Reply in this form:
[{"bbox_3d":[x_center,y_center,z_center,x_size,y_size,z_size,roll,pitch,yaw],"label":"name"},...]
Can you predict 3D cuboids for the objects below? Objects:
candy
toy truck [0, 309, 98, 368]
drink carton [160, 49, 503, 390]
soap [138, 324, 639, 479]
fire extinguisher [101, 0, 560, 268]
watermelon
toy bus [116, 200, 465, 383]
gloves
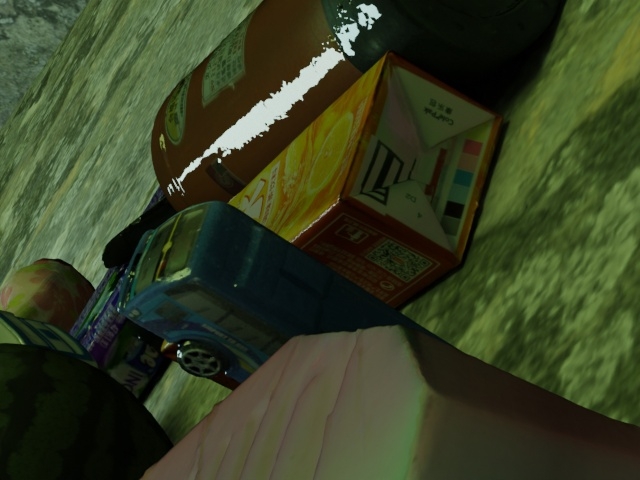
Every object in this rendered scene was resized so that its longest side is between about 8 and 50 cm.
[{"bbox_3d":[-0.143,0.073,1.322,0.312,0.061,0.088,-56,17,18],"label":"candy"},{"bbox_3d":[-0.202,0.152,1.182,0.161,0.177,0.213,35,106,45],"label":"toy truck"},{"bbox_3d":[0.000,0.000,0.970,0.223,0.071,0.096,-38,28,55],"label":"drink carton"},{"bbox_3d":[-0.003,0.135,0.661,0.324,0.109,0.193,-43,23,47],"label":"soap"},{"bbox_3d":[0.013,-0.088,1.084,0.200,0.113,0.376,-19,-10,-34],"label":"fire extinguisher"},{"bbox_3d":[-0.166,0.156,0.968,0.212,0.212,0.212,-54,16,24],"label":"watermelon"},{"bbox_3d":[-0.003,0.041,0.751,0.061,0.153,0.051,-36,28,45],"label":"toy bus"},{"bbox_3d":[-0.253,0.113,1.504,0.145,0.126,0.241,-23,30,27],"label":"gloves"}]
